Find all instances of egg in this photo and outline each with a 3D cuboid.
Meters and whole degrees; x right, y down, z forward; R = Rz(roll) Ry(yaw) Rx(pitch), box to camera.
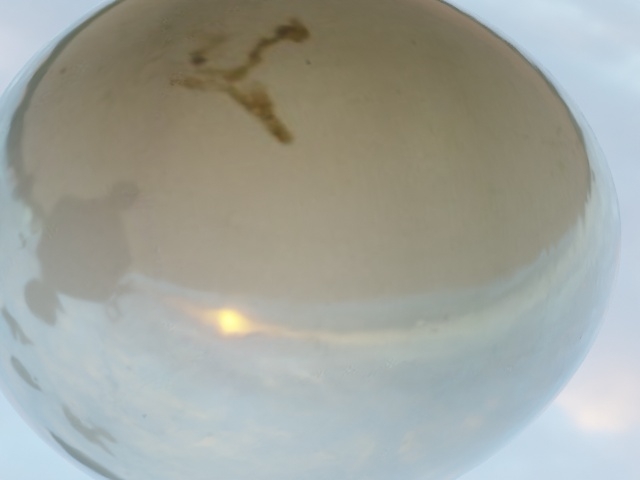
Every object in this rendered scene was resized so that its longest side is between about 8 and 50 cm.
[{"bbox_3d":[0.000,0.000,0.643,0.183,0.183,0.264,40,-155,32],"label":"egg"}]
